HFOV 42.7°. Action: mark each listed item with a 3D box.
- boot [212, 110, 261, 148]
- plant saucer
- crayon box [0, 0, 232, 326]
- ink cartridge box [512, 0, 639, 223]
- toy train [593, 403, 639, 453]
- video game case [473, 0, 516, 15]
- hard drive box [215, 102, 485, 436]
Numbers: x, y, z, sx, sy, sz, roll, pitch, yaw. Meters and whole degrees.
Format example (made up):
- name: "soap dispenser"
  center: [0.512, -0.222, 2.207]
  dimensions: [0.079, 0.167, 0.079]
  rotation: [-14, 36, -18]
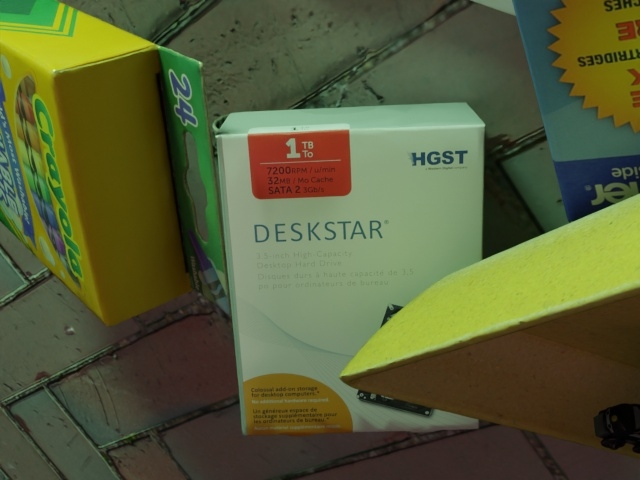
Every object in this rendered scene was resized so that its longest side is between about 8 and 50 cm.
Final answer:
- name: "boot"
  center: [0.000, 0.001, 0.693]
  dimensions: [0.190, 0.076, 0.208]
  rotation: [11, 116, 19]
- name: "plant saucer"
  center: [0.231, 0.058, 0.481]
  dimensions: [0.333, 0.080, 0.333]
  rotation: [18, 155, -23]
- name: "crayon box"
  center: [-0.200, -0.074, 0.650]
  dimensions: [0.323, 0.083, 0.203]
  rotation: [30, 134, 43]
- name: "ink cartridge box"
  center: [0.230, -0.159, 0.384]
  dimensions: [0.270, 0.151, 0.395]
  rotation: [-5, 131, 30]
- name: "toy train"
  center: [0.239, 0.121, 0.493]
  dimensions: [0.158, 0.027, 0.036]
  rotation: [14, 146, -15]
- name: "video game case"
  center: [0.081, -0.272, 0.501]
  dimensions: [0.206, 0.026, 0.226]
  rotation: [23, 127, 13]
- name: "hard drive box"
  center: [0.025, 0.022, 0.610]
  dimensions: [0.181, 0.089, 0.232]
  rotation: [-3, 109, 2]
